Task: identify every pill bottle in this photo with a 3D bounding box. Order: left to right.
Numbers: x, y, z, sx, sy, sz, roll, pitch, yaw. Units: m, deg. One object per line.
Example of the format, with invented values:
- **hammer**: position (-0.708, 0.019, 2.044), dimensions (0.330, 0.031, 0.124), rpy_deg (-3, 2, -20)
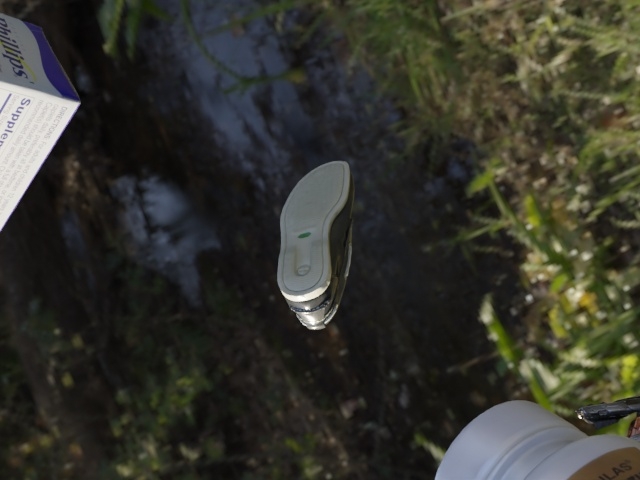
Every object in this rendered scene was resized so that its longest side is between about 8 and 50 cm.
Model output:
- **pill bottle**: position (0.170, 0.184, 0.723), dimensions (0.229, 0.131, 0.131), rpy_deg (33, 139, 51)

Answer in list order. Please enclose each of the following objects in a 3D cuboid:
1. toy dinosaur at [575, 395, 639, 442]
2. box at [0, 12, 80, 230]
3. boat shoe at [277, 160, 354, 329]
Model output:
- **toy dinosaur**: position (0.294, 0.222, 0.986), dimensions (0.164, 0.322, 0.218), rpy_deg (38, -137, -65)
- **box**: position (-0.219, -0.061, 0.669), dimensions (0.126, 0.137, 0.072), rpy_deg (-53, 48, 23)
- **boat shoe**: position (0.000, 0.000, 1.533), dimensions (0.084, 0.233, 0.079), rpy_deg (-10, 134, 21)
